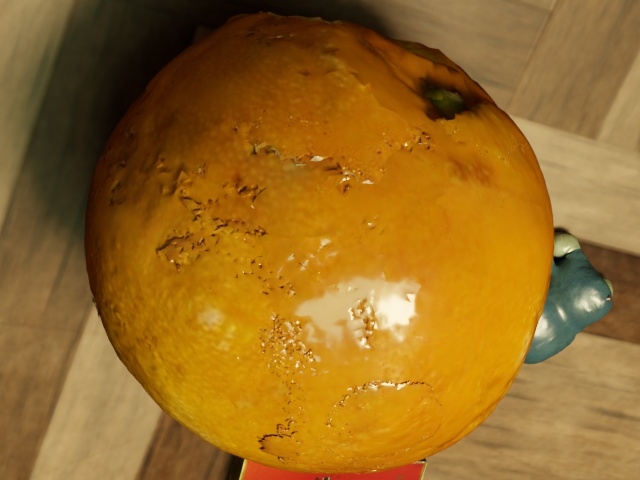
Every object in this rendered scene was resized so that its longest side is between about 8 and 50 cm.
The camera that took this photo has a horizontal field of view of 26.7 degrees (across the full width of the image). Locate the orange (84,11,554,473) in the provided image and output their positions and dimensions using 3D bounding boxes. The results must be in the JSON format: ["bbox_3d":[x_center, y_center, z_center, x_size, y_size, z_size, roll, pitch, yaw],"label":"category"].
[{"bbox_3d":[0.000,0.000,0.685,0.240,0.240,0.240,-8,121,-13],"label":"orange"}]

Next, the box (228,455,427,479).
[{"bbox_3d":[0.000,0.178,0.917,0.133,0.023,0.090,6,115,-21],"label":"box"}]

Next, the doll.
[{"bbox_3d":[0.146,0.040,0.868,0.083,0.050,0.076,-35,119,7],"label":"doll"}]
